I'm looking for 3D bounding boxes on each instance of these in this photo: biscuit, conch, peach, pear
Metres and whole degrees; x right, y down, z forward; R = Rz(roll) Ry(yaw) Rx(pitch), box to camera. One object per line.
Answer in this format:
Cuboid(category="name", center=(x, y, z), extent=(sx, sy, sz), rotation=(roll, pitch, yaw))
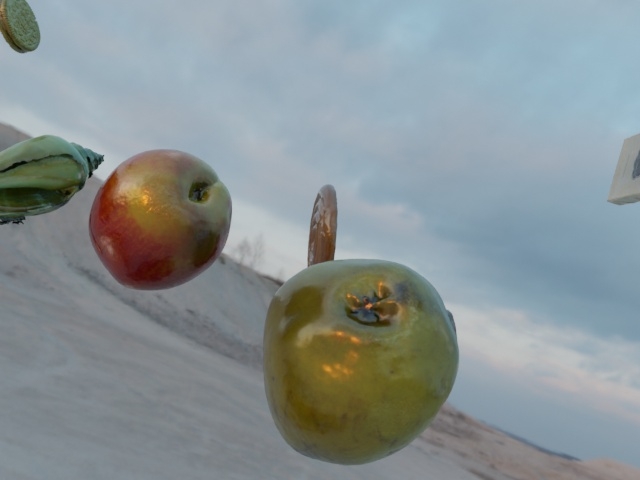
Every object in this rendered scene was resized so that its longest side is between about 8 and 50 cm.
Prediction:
Cuboid(category="biscuit", center=(-0.432, -0.310, 0.993), extent=(0.023, 0.083, 0.084), rotation=(-10, -17, 10))
Cuboid(category="conch", center=(-0.359, -0.082, 0.885), extent=(0.080, 0.201, 0.094), rotation=(-10, -68, 53))
Cuboid(category="peach", center=(-0.223, -0.027, 0.965), extent=(0.193, 0.190, 0.190), rotation=(-25, -33, 24))
Cuboid(category="biscuit", center=(-0.001, 0.000, 1.577), extent=(0.037, 0.261, 0.262), rotation=(6, -7, -9))
Cuboid(category="pear", center=(0.043, 0.192, 1.029), extent=(0.288, 0.287, 0.375), rotation=(21, -43, -1))

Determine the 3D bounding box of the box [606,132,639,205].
Cuboid(category="box", center=(0.400, -0.093, 0.833), extent=(0.024, 0.089, 0.167), rotation=(18, -3, -1))
